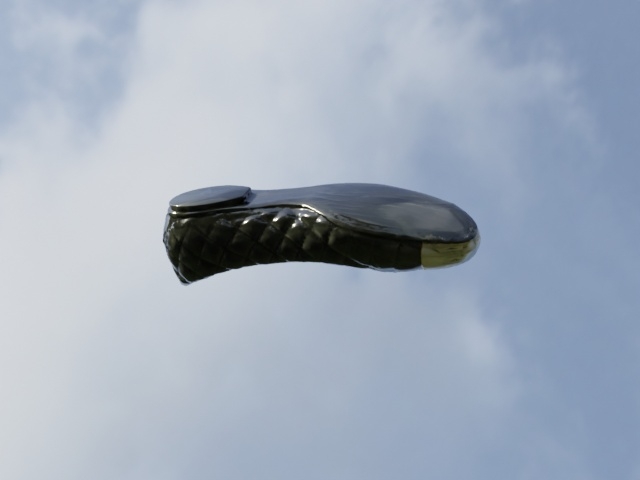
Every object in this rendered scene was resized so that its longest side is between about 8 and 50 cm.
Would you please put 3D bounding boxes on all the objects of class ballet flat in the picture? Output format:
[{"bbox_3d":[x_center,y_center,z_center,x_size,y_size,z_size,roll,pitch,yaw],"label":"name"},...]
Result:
[{"bbox_3d":[0.000,0.000,0.783,0.173,0.057,0.049,3,-66,28],"label":"ballet flat"}]
